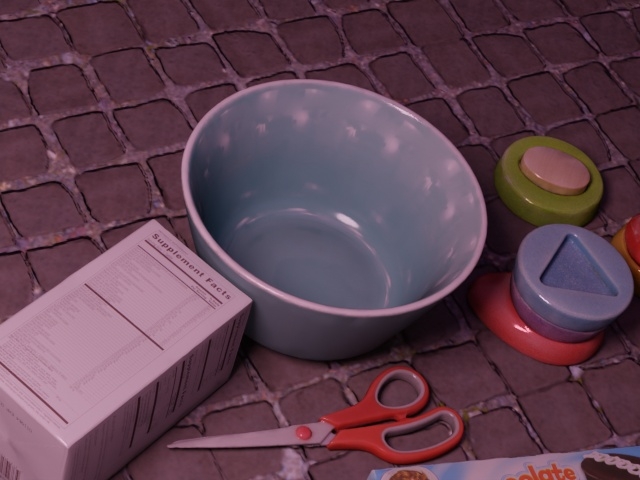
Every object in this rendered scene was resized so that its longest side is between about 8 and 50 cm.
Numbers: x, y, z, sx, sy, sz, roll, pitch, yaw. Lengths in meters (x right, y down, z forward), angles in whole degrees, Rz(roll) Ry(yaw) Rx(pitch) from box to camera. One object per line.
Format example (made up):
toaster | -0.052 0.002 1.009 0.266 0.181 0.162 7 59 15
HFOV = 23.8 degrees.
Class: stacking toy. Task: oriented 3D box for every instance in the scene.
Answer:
stacking toy | 0.285 -0.028 1.691 0.309 0.130 0.279 -27 63 -35

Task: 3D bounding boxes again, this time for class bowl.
bowl | 0.000 0.000 1.556 0.311 0.163 0.312 8 48 -9

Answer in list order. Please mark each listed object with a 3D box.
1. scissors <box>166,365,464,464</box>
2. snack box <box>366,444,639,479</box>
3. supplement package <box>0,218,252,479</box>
scissors | 0.004 0.195 1.483 0.297 0.021 0.109 -14 57 -29
snack box | 0.213 0.295 1.435 0.321 0.060 0.187 -3 51 -19
supplement package | -0.199 0.117 1.410 0.139 0.134 0.244 39 50 17
